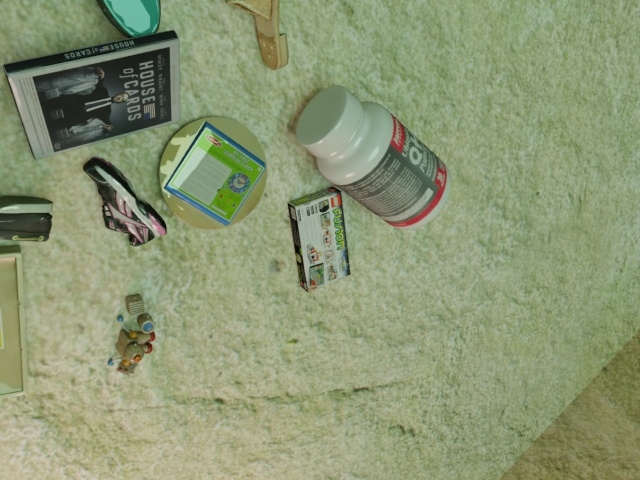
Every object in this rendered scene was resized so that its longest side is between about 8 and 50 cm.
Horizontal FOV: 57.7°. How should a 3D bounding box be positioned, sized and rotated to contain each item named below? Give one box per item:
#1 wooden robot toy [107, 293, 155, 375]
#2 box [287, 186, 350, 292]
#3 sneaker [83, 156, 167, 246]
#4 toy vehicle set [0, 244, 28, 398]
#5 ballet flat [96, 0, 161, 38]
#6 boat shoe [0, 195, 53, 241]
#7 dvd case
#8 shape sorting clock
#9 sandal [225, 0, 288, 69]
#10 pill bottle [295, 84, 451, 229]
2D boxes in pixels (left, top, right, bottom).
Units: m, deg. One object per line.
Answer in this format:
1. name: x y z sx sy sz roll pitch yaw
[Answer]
1. wooden robot toy: -0.338 0.193 1.079 0.076 0.079 0.173 7 107 -35
2. box: 0.000 0.000 1.242 0.114 0.036 0.207 -21 120 -25
3. sneaker: -0.339 -0.054 0.978 0.077 0.072 0.178 -36 121 -2
4. toy vehicle set: -0.568 0.143 0.933 0.166 0.035 0.267 -4 113 -32
5. ballet flat: -0.308 -0.423 0.814 0.095 0.096 0.280 -30 124 -16
6. boat shoe: -0.519 -0.028 0.860 0.228 0.081 0.068 -1 107 -36
7. dvd case: -0.328 -0.217 0.877 0.239 0.029 0.179 -21 156 -24
8. shape sorting clock: -0.192 -0.121 1.059 0.206 0.040 0.206 -11 113 -26
9. sandal: -0.116 -0.392 0.961 0.079 0.088 0.240 -31 129 -25
10. pill bottle: 0.105 -0.162 1.150 0.318 0.176 0.176 32 92 -38
